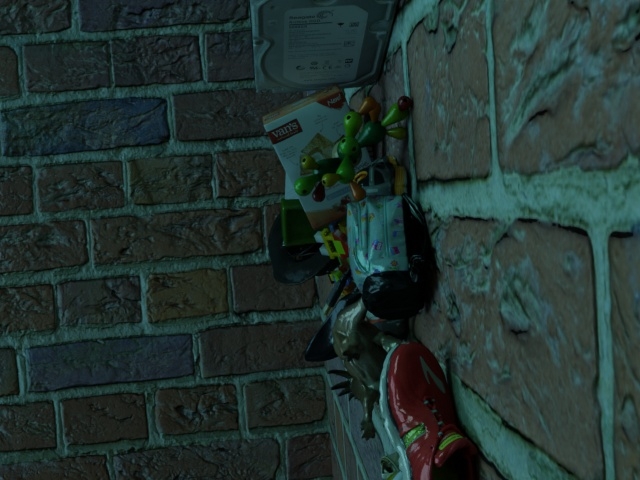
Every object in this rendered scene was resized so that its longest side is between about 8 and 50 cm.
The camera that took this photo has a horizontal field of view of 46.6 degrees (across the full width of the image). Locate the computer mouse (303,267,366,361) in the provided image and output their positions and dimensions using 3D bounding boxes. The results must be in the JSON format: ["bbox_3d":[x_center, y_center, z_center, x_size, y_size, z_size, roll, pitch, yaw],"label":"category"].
[{"bbox_3d":[0.045,0.141,1.349,0.262,0.060,0.184,-56,-19,16],"label":"computer mouse"}]

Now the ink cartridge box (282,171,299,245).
[{"bbox_3d":[-0.023,-0.140,2.063,0.065,0.165,0.333,32,-132,-40],"label":"ink cartridge box"}]

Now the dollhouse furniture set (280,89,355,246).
[{"bbox_3d":[-0.015,-0.169,1.568,0.198,0.151,0.302,-103,10,-58],"label":"dollhouse furniture set"}]

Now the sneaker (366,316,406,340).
[{"bbox_3d":[0.123,0.165,1.351,0.158,0.061,0.065,102,156,-77],"label":"sneaker"}]

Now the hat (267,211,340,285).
[{"bbox_3d":[0.000,0.000,2.105,0.134,0.331,0.331,34,-147,-36],"label":"hat"}]

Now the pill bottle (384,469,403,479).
[{"bbox_3d":[0.136,0.385,1.085,0.184,0.103,0.103,98,167,-69],"label":"pill bottle"}]

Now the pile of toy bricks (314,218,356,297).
[{"bbox_3d":[0.084,0.047,1.456,0.118,0.105,0.212,-48,-51,-37],"label":"pile of toy bricks"}]

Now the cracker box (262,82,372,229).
[{"bbox_3d":[0.009,-0.155,1.394,0.067,0.155,0.232,-104,-11,-65],"label":"cracker box"}]

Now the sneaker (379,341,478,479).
[{"bbox_3d":[0.154,0.255,0.951,0.118,0.107,0.279,128,138,-56],"label":"sneaker"}]

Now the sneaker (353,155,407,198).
[{"bbox_3d":[0.094,-0.101,1.278,0.215,0.083,0.084,-120,24,-83],"label":"sneaker"}]

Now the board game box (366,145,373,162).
[{"bbox_3d":[0.083,-0.135,1.624,0.193,0.045,0.147,-166,72,-85],"label":"board game box"}]

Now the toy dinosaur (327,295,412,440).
[{"bbox_3d":[0.073,0.199,1.287,0.200,0.127,0.296,-138,28,-66],"label":"toy dinosaur"}]

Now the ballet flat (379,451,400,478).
[{"bbox_3d":[0.143,0.448,1.392,0.168,0.052,0.057,-138,44,-83],"label":"ballet flat"}]

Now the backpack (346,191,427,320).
[{"bbox_3d":[0.099,0.015,1.126,0.152,0.115,0.182,88,178,-63],"label":"backpack"}]

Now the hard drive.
[{"bbox_3d":[-0.001,-0.356,1.251,0.339,0.236,0.064,102,163,-72],"label":"hard drive"}]

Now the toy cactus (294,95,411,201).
[{"bbox_3d":[0.054,-0.137,1.179,0.112,0.219,0.180,41,179,-2],"label":"toy cactus"}]
